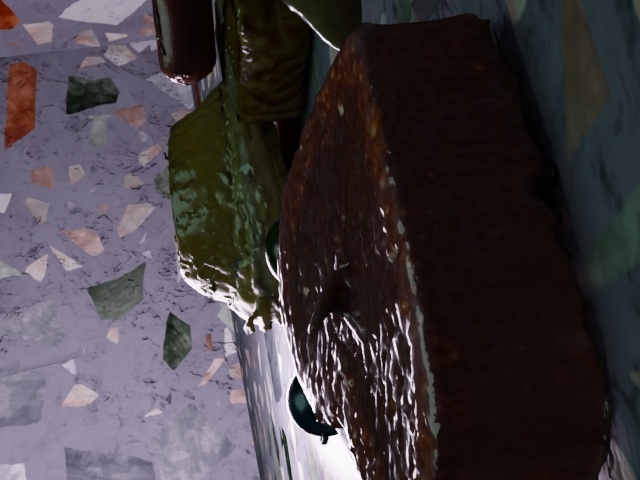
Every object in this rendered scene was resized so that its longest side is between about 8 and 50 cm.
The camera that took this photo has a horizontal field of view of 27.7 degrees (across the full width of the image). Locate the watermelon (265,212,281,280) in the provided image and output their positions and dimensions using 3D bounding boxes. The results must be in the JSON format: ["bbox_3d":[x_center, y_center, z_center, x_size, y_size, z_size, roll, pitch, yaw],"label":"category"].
[{"bbox_3d":[-0.005,0.005,1.308,0.109,0.109,0.109,172,90,-82],"label":"watermelon"}]

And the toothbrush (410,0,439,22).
[{"bbox_3d":[0.055,-0.082,0.931,0.027,0.021,0.269,-76,-3,-57],"label":"toothbrush"}]

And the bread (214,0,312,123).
[{"bbox_3d":[-0.071,-0.253,1.537,0.222,0.096,0.181,99,159,-63],"label":"bread"}]

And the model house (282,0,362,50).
[{"bbox_3d":[-0.004,-0.292,0.876,0.267,0.194,0.325,179,70,-79],"label":"model house"}]

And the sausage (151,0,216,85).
[{"bbox_3d":[-0.165,-0.258,1.573,0.076,0.076,0.141,-135,41,-77],"label":"sausage"}]

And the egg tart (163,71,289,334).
[{"bbox_3d":[-0.117,-0.051,1.762,0.388,0.169,0.387,171,90,-88],"label":"egg tart"}]

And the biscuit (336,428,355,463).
[{"bbox_3d":[0.042,0.156,1.250,0.235,0.063,0.151,104,146,-58],"label":"biscuit"}]

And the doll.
[{"bbox_3d":[0.004,0.156,1.458,0.114,0.086,0.152,121,152,-59],"label":"doll"}]

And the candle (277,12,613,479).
[{"bbox_3d":[0.049,0.012,0.770,0.317,0.131,0.287,-130,38,-62],"label":"candle"}]
